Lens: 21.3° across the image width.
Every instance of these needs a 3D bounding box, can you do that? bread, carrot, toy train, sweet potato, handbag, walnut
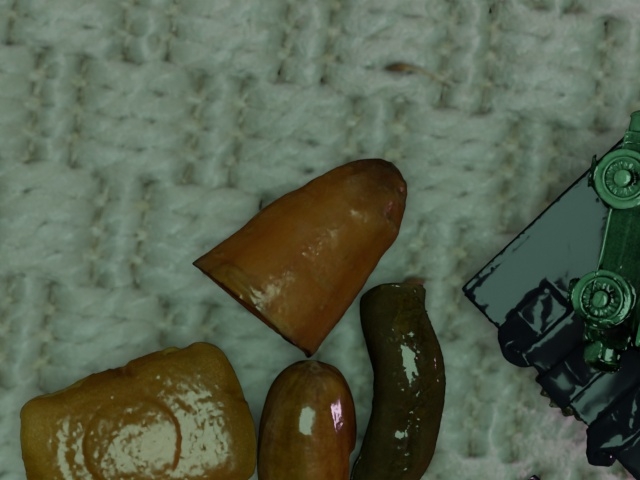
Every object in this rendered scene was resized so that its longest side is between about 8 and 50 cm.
[{"bbox_3d":[-0.190,0.213,1.811,0.245,0.121,0.174,-17,92,1],"label":"bread"},{"bbox_3d":[0.000,0.000,1.798,0.159,0.159,0.225,44,87,-1],"label":"carrot"},{"bbox_3d":[0.336,0.006,1.706,0.154,0.115,0.269,11,83,11],"label":"toy train"},{"bbox_3d":[0.079,0.185,1.844,0.112,0.085,0.286,15,102,32],"label":"sweet potato"},{"bbox_3d":[0.353,0.067,1.809,0.329,0.122,0.303,-44,79,4],"label":"handbag"},{"bbox_3d":[-0.015,0.225,1.814,0.115,0.116,0.207,4,101,-1],"label":"walnut"}]

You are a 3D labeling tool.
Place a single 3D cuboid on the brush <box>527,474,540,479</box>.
[{"bbox_3d":[0.132,0.374,1.849,0.067,0.072,0.313,35,88,12],"label":"brush"}]
